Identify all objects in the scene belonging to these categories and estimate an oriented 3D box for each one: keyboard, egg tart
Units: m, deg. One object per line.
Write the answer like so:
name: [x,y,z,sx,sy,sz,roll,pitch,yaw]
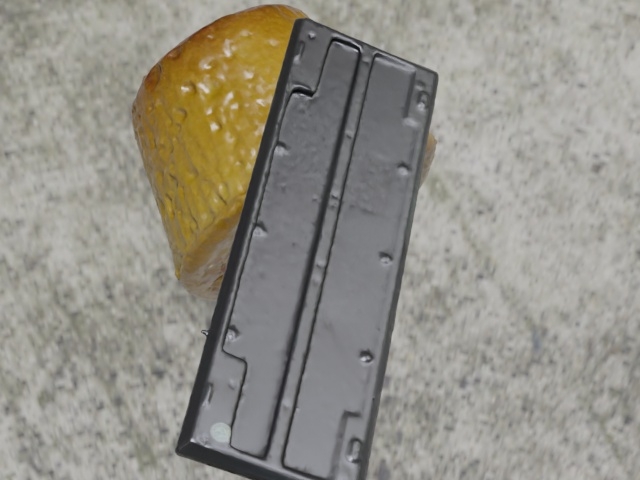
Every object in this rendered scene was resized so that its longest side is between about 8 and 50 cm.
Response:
keyboard: [0.000,0.000,0.568,0.067,0.011,0.202,21,52,-10]
egg tart: [-0.037,-0.069,1.083,0.202,0.202,0.147,-26,73,-17]
